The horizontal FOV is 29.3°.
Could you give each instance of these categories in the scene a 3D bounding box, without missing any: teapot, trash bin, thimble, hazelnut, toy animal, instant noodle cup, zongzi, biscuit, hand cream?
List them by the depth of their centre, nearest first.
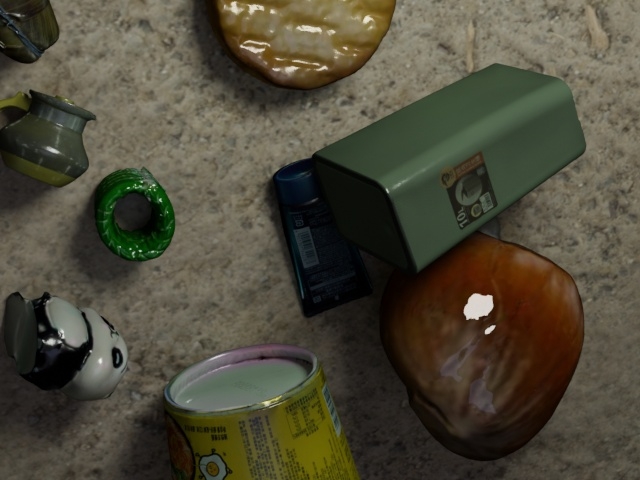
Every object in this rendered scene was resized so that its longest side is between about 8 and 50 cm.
[{"bbox_3d":[-0.481,-0.319,1.607,0.242,0.112,0.221,-17,118,-2],"label":"zongzi"},{"bbox_3d":[-0.394,-0.149,1.706,0.166,0.130,0.119,22,89,7],"label":"teapot"},{"bbox_3d":[-0.028,-0.323,1.758,0.274,0.091,0.213,-8,111,-16],"label":"biscuit"},{"bbox_3d":[-0.274,-0.040,1.798,0.118,0.090,0.130,6,109,-19],"label":"thimble"},{"bbox_3d":[0.192,-0.123,1.810,0.343,0.223,0.158,-32,119,-17],"label":"trash bin"},{"bbox_3d":[-0.371,0.155,1.824,0.179,0.166,0.138,23,125,-37],"label":"toy animal"},{"bbox_3d":[-0.097,0.323,1.898,0.326,0.325,0.254,-15,107,-12],"label":"instant noodle cup"},{"bbox_3d":[0.247,0.158,1.922,0.315,0.372,0.372,-24,125,37],"label":"hazelnut"},{"bbox_3d":[0.000,0.000,1.926,0.120,0.061,0.270,-21,122,-7],"label":"hand cream"}]
